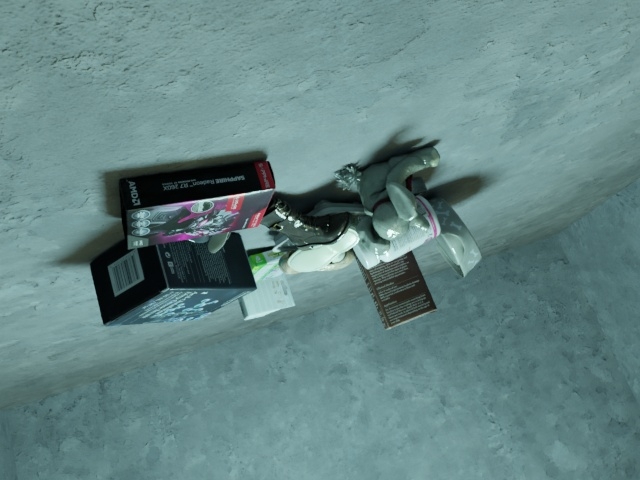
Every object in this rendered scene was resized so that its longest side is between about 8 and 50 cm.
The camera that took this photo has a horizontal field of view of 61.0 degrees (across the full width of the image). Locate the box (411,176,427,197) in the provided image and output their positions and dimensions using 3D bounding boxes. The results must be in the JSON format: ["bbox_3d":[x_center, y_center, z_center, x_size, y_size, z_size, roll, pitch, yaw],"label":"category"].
[{"bbox_3d":[0.273,-0.138,1.986,0.183,0.056,0.231,-16,164,-8],"label":"box"}]

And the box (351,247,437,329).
[{"bbox_3d":[0.255,0.117,1.991,0.191,0.381,0.143,-20,170,-5],"label":"box"}]

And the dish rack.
[{"bbox_3d":[0.006,-0.055,1.927,0.285,0.072,0.333,-3,157,-46],"label":"dish rack"}]

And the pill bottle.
[{"bbox_3d":[0.253,-0.025,1.870,0.283,0.160,0.160,-27,164,-6],"label":"pill bottle"}]

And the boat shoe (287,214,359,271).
[{"bbox_3d":[0.012,0.012,1.841,0.305,0.091,0.109,-31,121,33],"label":"boat shoe"}]

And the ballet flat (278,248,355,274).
[{"bbox_3d":[0.002,0.059,2.004,0.316,0.107,0.106,-13,156,-23],"label":"ballet flat"}]

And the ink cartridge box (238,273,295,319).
[{"bbox_3d":[-0.245,0.227,2.344,0.232,0.189,0.066,-7,160,-38],"label":"ink cartridge box"}]

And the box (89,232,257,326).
[{"bbox_3d":[-0.451,0.114,1.708,0.293,0.212,0.395,-29,162,27],"label":"box"}]

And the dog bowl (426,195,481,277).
[{"bbox_3d":[0.508,-0.024,2.154,0.102,0.349,0.349,-34,163,2],"label":"dog bowl"}]

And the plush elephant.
[{"bbox_3d":[0.226,-0.110,1.648,0.330,0.255,0.272,-6,155,-32],"label":"plush elephant"}]

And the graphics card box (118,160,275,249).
[{"bbox_3d":[-0.317,-0.090,1.396,0.371,0.094,0.233,-10,160,-23],"label":"graphics card box"}]

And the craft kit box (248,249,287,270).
[{"bbox_3d":[-0.212,0.102,2.177,0.247,0.061,0.250,-18,166,-36],"label":"craft kit box"}]

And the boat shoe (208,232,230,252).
[{"bbox_3d":[-0.302,-0.018,1.662,0.125,0.046,0.038,-65,173,0],"label":"boat shoe"}]

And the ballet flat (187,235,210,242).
[{"bbox_3d":[-0.377,-0.035,1.565,0.074,0.074,0.203,-28,159,29],"label":"ballet flat"}]

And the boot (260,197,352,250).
[{"bbox_3d":[-0.062,-0.063,1.677,0.263,0.091,0.229,-25,137,33],"label":"boot"}]
